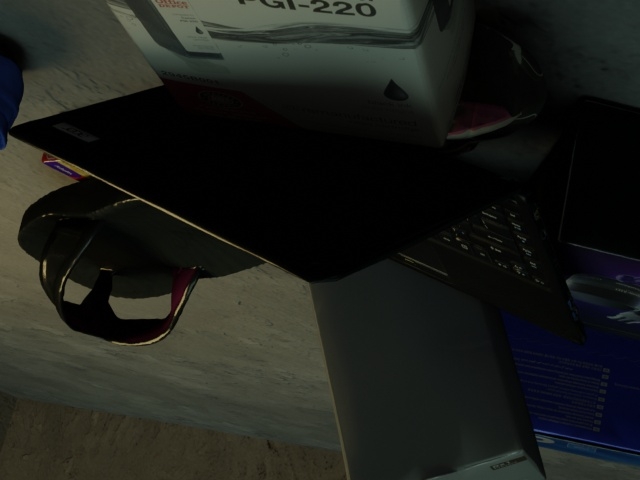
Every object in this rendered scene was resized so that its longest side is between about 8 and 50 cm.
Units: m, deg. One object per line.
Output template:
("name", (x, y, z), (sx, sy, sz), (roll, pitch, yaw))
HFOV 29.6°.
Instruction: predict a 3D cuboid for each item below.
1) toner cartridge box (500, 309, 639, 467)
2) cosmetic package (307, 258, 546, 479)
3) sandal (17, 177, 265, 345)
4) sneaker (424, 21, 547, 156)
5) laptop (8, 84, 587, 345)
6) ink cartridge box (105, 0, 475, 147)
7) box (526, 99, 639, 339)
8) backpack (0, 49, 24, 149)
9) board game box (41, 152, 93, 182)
("toner cartridge box", (0.248, 0.098, 1.000), (0.348, 0.165, 0.075), (11, 164, 12))
("cosmetic package", (0.070, 0.072, 0.881), (0.127, 0.238, 0.107), (-17, 156, 14))
("sandal", (-0.167, 0.023, 1.022), (0.168, 0.107, 0.446), (20, 165, -18))
("sneaker", (0.079, -0.084, 0.726), (0.077, 0.072, 0.178), (18, 176, -31))
("laptop", (0.000, 0.000, 0.703), (0.234, 0.136, 0.264), (26, 160, 36))
("ink cartridge box", (-0.017, -0.134, 0.574), (0.159, 0.092, 0.218), (9, 161, 15))
("box", (0.271, 0.011, 0.810), (0.261, 0.103, 0.184), (13, 166, 2))
("backpack", (-0.282, -0.102, 0.884), (0.120, 0.101, 0.098), (13, 171, -10))
("board game box", (-0.106, -0.060, 0.971), (0.193, 0.045, 0.147), (-2, 158, 43))
